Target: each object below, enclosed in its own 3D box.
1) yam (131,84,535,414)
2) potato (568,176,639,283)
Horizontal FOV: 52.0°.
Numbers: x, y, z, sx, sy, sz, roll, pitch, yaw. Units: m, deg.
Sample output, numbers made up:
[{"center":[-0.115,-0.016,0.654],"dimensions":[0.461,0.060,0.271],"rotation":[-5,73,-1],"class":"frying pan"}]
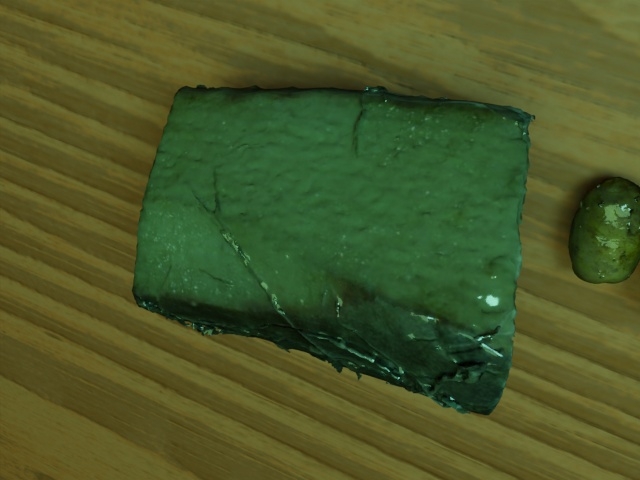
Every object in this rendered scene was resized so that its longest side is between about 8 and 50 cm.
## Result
[{"center":[0.001,-0.001,0.473],"dimensions":[0.271,0.203,0.201],"rotation":[12,159,12],"class":"yam"},{"center":[0.206,-0.006,0.469],"dimensions":[0.051,0.040,0.083],"rotation":[22,126,27],"class":"potato"}]
